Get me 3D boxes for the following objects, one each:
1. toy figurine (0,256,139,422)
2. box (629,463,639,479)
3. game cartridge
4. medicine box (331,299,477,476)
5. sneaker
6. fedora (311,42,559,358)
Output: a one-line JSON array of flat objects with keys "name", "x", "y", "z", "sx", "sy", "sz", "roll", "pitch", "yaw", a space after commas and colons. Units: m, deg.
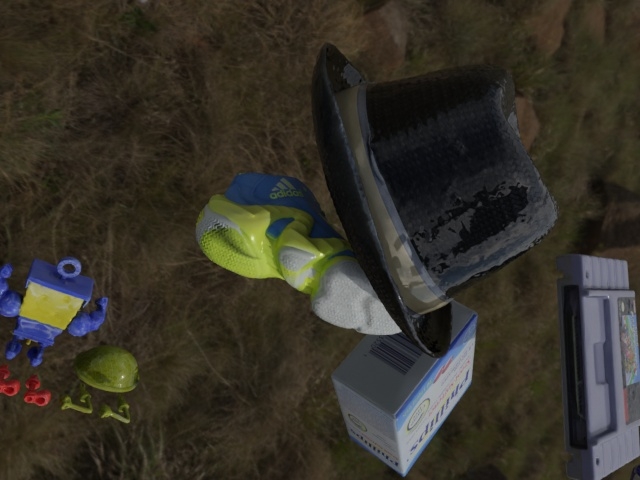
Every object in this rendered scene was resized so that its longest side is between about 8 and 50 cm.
[{"name": "toy figurine", "x": -0.444, "y": 0.139, "z": 1.004, "sx": 0.363, "sy": 0.191, "sz": 0.217, "roll": 25, "pitch": 101, "yaw": -24}, {"name": "box", "x": 0.281, "y": 0.171, "z": 0.386, "sx": 0.137, "sy": 0.072, "sz": 0.126, "roll": -27, "pitch": 135, "yaw": -5}, {"name": "game cartridge", "x": 0.481, "y": 0.204, "z": 0.997, "sx": 0.230, "sy": 0.068, "sz": 0.354, "roll": 4, "pitch": 82, "yaw": -41}, {"name": "medicine box", "x": 0.175, "y": 0.274, "z": 1.158, "sx": 0.263, "sy": 0.149, "sz": 0.289, "roll": -45, "pitch": 145, "yaw": -25}, {"name": "sneaker", "x": 0.000, "y": 0.000, "z": 0.596, "sx": 0.240, "sy": 0.091, "sz": 0.126, "roll": 28, "pitch": 45, "yaw": -14}, {"name": "fedora", "x": 0.121, "y": -0.055, "z": 0.535, "sx": 0.334, "sy": 0.153, "sz": 0.334, "roll": 55, "pitch": 24, "yaw": -40}]
